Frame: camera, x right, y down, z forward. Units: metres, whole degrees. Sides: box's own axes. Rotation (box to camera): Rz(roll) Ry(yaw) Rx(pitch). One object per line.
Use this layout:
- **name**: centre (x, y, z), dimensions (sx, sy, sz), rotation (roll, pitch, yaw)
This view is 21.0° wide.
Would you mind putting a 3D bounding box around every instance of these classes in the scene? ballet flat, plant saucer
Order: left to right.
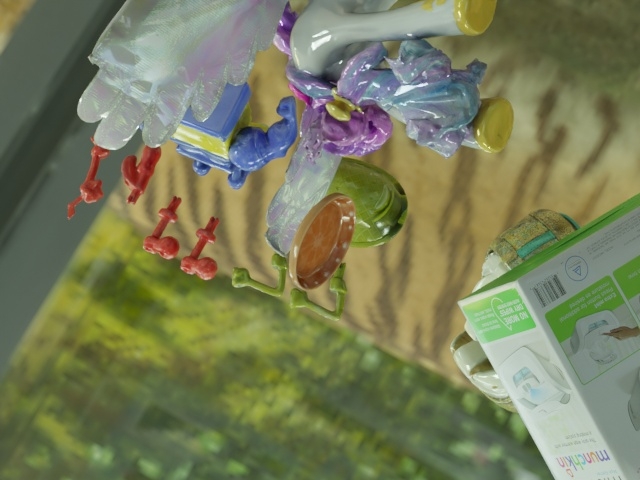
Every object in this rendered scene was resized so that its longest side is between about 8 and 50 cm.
- **plant saucer**: centre (0.000, 0.000, 1.383), dimensions (0.013, 0.083, 0.083), rotation (26, 161, 27)
- **ballet flat**: centre (0.205, 0.098, 1.936), dimensions (0.123, 0.123, 0.348), rotation (26, 144, 11)

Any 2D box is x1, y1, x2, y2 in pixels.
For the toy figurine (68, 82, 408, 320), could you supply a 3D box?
- **toy figurine**: centre (-0.108, -0.088, 1.742), dimensions (0.363, 0.191, 0.217), rotation (23, 160, 20)

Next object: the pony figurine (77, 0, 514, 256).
- **pony figurine**: centre (0.014, -0.177, 1.465), dimensions (0.363, 0.351, 0.303), rotation (13, 163, 43)

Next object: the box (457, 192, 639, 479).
- **box**: centre (0.305, 0.087, 1.601), dimensions (0.231, 0.262, 0.127), rotation (61, 155, -1)
